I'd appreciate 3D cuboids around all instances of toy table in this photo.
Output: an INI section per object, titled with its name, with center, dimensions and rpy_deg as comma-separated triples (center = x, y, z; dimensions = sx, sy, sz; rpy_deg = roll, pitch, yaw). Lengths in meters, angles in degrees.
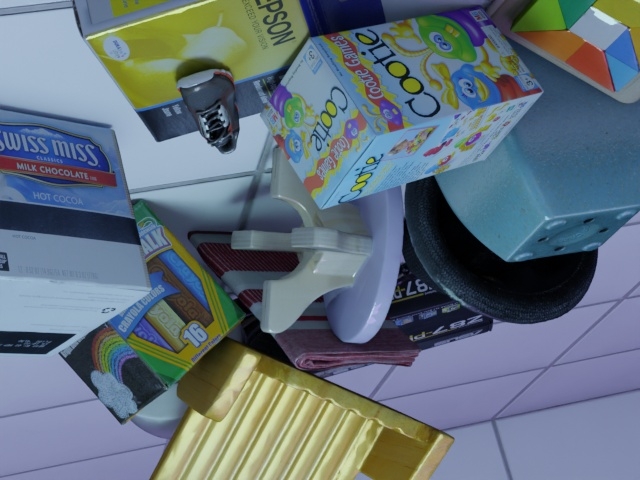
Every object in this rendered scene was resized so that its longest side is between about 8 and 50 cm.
[toy table]
center = 0.000, 0.000, 1.935
dimensions = 0.161, 0.274, 0.252
rpy_deg = 6, 165, -30

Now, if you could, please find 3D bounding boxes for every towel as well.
[towel]
center = -0.030, 0.086, 2.082
dimensions = 0.237, 0.329, 0.037
rpy_deg = 3, 120, -41

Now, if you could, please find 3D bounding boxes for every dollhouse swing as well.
[dollhouse swing]
center = -0.056, 0.343, 2.080
dimensions = 0.347, 0.305, 0.315
rpy_deg = 26, 175, -18

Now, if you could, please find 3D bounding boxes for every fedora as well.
[fedora]
center = 0.236, -0.010, 2.024
dimensions = 0.334, 0.334, 0.152
rpy_deg = -2, 164, -32

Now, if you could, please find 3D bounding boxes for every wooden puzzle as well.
[wooden puzzle]
center = 0.332, -0.259, 1.640
dimensions = 0.238, 0.044, 0.221
rpy_deg = 24, 148, -12

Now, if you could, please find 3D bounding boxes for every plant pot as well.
[plant pot]
center = 0.296, -0.117, 1.831
dimensions = 0.247, 0.252, 0.247
rpy_deg = -8, 158, -19

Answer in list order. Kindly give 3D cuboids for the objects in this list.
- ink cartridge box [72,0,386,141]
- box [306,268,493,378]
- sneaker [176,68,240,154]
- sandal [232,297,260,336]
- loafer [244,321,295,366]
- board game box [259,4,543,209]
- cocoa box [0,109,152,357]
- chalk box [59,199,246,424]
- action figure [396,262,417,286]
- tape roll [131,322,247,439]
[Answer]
[ink cartridge box]
center = -0.080, -0.225, 1.542
dimensions = 0.307, 0.072, 0.303
rpy_deg = -15, 160, 4
[box]
center = 0.130, 0.146, 2.646
dimensions = 0.395, 0.097, 0.318
rpy_deg = -15, 163, 0
[sneaker]
center = -0.115, -0.140, 1.557
dimensions = 0.061, 0.065, 0.158
rpy_deg = -17, 163, 6
[sandal]
center = -0.052, 0.117, 2.452
dimensions = 0.302, 0.120, 0.086
rpy_deg = -10, -173, -8
[loafer]
center = -0.061, 0.166, 2.226
dimensions = 0.109, 0.095, 0.302
rpy_deg = 18, 148, 1
[board game box]
center = 0.095, -0.159, 1.620
dimensions = 0.275, 0.142, 0.144
rpy_deg = -18, 157, -39
[cocoa box]
center = -0.415, -0.009, 1.637
dimensions = 0.231, 0.228, 0.347
rpy_deg = -31, 155, 37
[chalk box]
center = -0.287, 0.079, 1.975
dimensions = 0.179, 0.289, 0.180
rpy_deg = -42, -178, -38
[action figure]
center = 0.048, 0.078, 2.321
dimensions = 0.275, 0.164, 0.141
rpy_deg = -23, 154, 6
[tape roll]
center = -0.237, 0.191, 2.283
dimensions = 0.246, 0.246, 0.169
rpy_deg = -15, 160, -1
